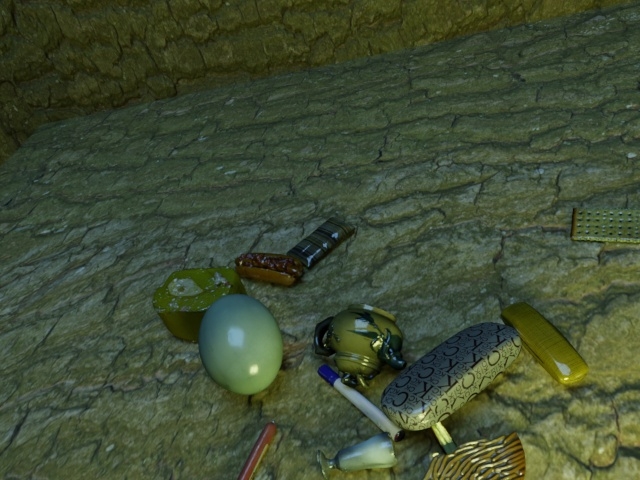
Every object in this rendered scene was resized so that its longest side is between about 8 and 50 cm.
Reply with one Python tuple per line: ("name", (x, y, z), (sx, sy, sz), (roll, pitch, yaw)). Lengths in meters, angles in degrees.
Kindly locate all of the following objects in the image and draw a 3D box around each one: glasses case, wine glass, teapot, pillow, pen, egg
("glasses case", (0.283, 0.280, 1.214), (0.355, 0.085, 0.137), (-27, 19, -26))
("wine glass", (0.074, 0.438, 1.154), (0.156, 0.072, 0.072), (-17, 38, 5))
("teapot", (0.085, 0.251, 1.321), (0.270, 0.173, 0.182), (-1, 63, 38))
("pillow", (0.000, 0.000, 1.747), (0.203, 0.038, 0.113), (-40, 42, -23))
("pen", (0.086, 0.360, 1.276), (0.033, 0.033, 0.269), (-36, 41, -21))
("glasses case", (0.488, 0.220, 1.247), (0.079, 0.064, 0.234), (-19, 37, -10))
("egg", (-0.196, 0.249, 1.392), (0.203, 0.202, 0.282), (-24, 43, -6))

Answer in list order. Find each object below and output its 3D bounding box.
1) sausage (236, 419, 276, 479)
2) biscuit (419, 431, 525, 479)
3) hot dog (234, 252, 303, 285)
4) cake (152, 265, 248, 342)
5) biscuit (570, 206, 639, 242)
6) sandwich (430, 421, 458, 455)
("sausage", (-0.149, 0.484, 1.227), (0.030, 0.029, 0.223), (4, 44, 27))
("biscuit", (0.288, 0.438, 1.082), (0.176, 0.031, 0.228), (28, 61, 34))
("hot dog", (-0.153, 0.074, 1.692), (0.249, 0.076, 0.102), (9, 42, 32))
("cake", (-0.340, 0.176, 1.593), (0.261, 0.156, 0.179), (-7, 33, 18))
("biscuit", (0.779, -0.040, 1.480), (0.232, 0.016, 0.139), (3, 43, 26))
("sandwich", (0.249, 0.401, 1.153), (0.031, 0.044, 0.083), (-29, 81, -5))
